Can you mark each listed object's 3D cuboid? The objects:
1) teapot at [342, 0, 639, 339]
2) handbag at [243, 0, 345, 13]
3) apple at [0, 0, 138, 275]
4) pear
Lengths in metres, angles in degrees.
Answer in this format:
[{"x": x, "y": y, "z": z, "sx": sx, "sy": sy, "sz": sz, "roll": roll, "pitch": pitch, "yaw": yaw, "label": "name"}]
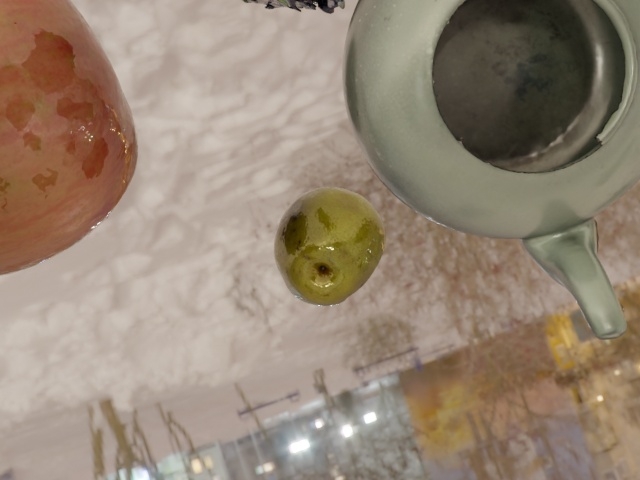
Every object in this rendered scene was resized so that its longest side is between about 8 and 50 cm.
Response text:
[{"x": 0.109, "y": -0.096, "z": 0.542, "sx": 0.193, "sy": 0.294, "sz": 0.129, "roll": -18, "pitch": -170, "yaw": 4, "label": "teapot"}, {"x": -0.054, "y": -0.284, "z": 0.841, "sx": 0.113, "sy": 0.162, "sz": 0.260, "roll": -41, "pitch": -147, "yaw": -16, "label": "handbag"}, {"x": -0.390, "y": -0.125, "z": 1.017, "sx": 0.364, "sy": 0.363, "sz": 0.364, "roll": -19, "pitch": 170, "yaw": -3, "label": "apple"}, {"x": 0.000, "y": 0.000, "z": 1.083, "sx": 0.141, "sy": 0.104, "sz": 0.141, "roll": -38, "pitch": -156, "yaw": 21, "label": "pear"}]
